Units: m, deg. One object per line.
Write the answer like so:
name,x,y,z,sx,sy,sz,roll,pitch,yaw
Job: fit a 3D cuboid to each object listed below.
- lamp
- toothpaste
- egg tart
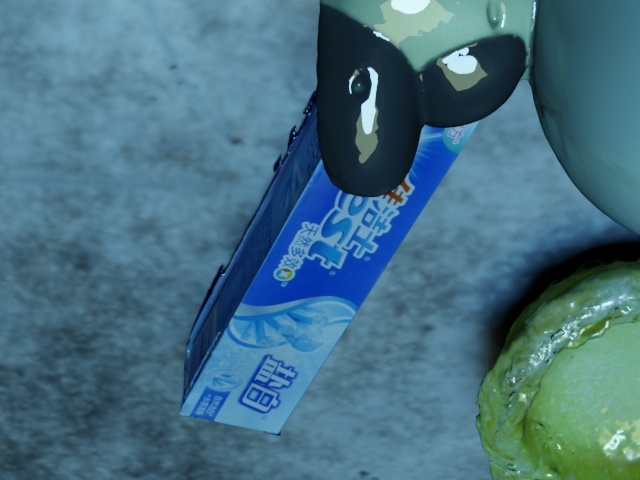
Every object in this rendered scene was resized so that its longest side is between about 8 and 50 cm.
lamp,0.123,-0.090,0.522,0.243,0.198,0.198,2,136,9
toothpaste,0.000,0.000,0.709,0.066,0.053,0.272,16,133,-16
egg tart,0.175,0.075,0.772,0.197,0.078,0.197,-2,134,-2
